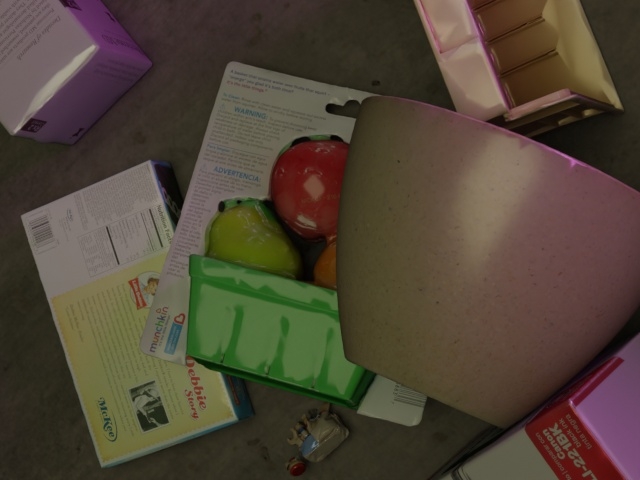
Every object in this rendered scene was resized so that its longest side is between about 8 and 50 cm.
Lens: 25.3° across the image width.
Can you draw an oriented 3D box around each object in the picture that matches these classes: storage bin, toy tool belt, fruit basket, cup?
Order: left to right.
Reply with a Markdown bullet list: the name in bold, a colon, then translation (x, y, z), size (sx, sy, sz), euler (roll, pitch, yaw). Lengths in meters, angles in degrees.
- **toy tool belt**: translation (-0.011, 0.225, 1.626), size (0.083, 0.052, 0.051), euler (-43, 46, 10)
- **fruit basket**: translation (0.000, 0.000, 1.583), size (0.327, 0.165, 0.353), euler (14, 73, 11)
- **cup**: translation (0.146, 0.039, 1.358), size (0.331, 0.331, 0.237), euler (22, 87, 17)
- **storage bin**: translation (0.183, -0.236, 1.451), size (0.123, 0.260, 0.262), euler (-22, 83, 21)

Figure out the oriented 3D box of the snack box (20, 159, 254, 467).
- **snack box**: translation (-0.218, 0.087, 1.684), size (0.187, 0.060, 0.322), euler (-21, 83, 18)

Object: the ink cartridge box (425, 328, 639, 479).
- **ink cartridge box**: translation (0.229, 0.219, 1.407), size (0.114, 0.197, 0.273), euler (53, 131, 6)

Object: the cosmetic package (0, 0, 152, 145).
- **cosmetic package**: translation (-0.330, -0.230, 1.677), size (0.151, 0.151, 0.184), euler (-43, 78, 13)
